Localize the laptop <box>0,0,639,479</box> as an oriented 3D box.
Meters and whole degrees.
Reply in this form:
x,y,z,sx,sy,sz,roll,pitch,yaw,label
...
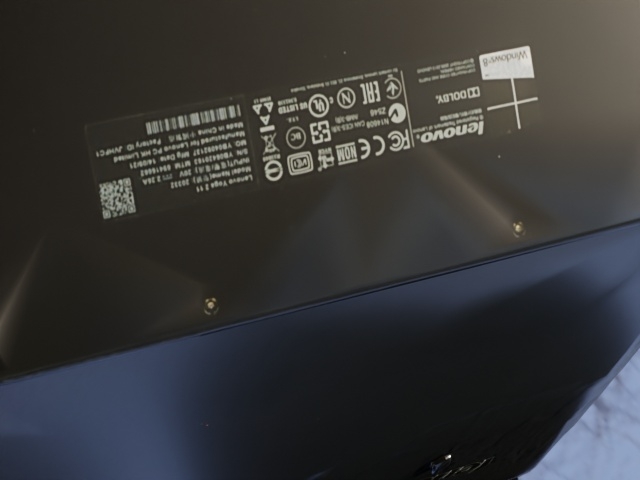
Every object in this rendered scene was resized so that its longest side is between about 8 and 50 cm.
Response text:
x,y,z,sx,sy,sz,roll,pitch,yaw,label
-0.044,-0.041,0.751,0.236,0.382,0.408,4,-75,62,laptop
